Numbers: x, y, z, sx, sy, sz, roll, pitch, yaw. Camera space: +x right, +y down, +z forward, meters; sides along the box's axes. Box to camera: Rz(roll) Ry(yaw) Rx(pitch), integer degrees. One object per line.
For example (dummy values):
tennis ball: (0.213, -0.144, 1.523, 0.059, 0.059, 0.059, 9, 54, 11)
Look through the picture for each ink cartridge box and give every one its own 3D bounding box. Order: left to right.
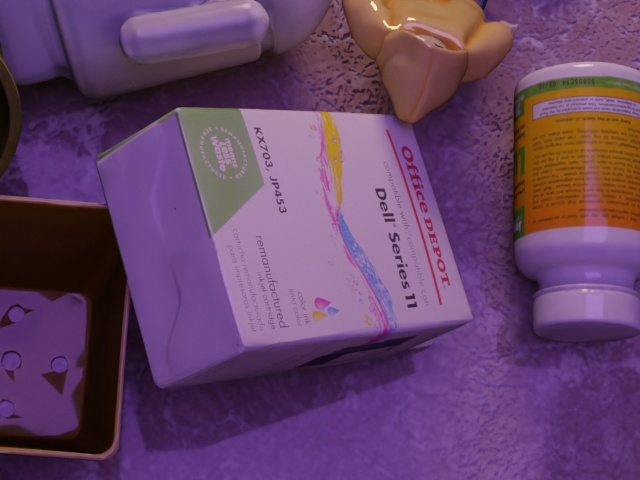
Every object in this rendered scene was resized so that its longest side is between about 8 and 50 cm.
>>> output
ink cartridge box: (0.000, 0.000, 1.318, 0.353, 0.119, 0.207, -4, 73, -47)

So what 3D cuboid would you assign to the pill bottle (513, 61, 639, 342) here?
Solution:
pill bottle: (0.251, -0.033, 1.443, 0.136, 0.136, 0.245, 4, 75, -7)

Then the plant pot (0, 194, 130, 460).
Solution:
plant pot: (-0.273, 0.087, 1.315, 0.212, 0.187, 0.212, 5, 75, -7)

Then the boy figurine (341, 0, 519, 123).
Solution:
boy figurine: (0.096, -0.210, 1.424, 0.177, 0.092, 0.285, 22, 36, 0)

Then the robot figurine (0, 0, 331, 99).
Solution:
robot figurine: (-0.136, -0.251, 1.408, 0.354, 0.199, 0.300, -15, 40, -5)

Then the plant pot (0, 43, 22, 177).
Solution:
plant pot: (-0.454, -0.228, 1.297, 0.367, 0.366, 0.353, -7, 57, -9)
